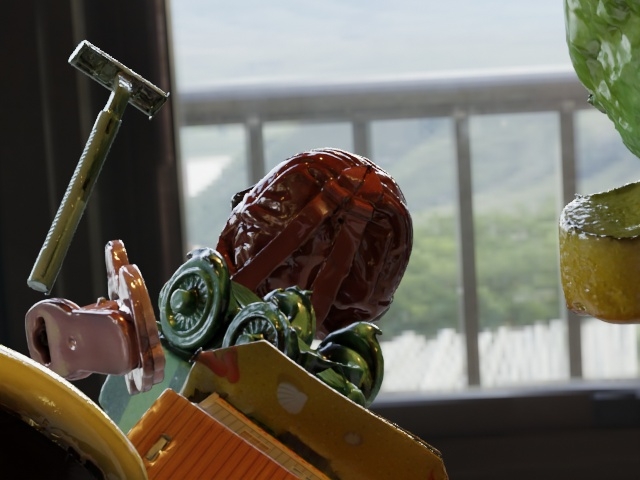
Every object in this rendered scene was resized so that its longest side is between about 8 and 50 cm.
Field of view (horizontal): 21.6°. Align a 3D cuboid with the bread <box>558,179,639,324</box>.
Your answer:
[{"bbox_3d":[0.290,-0.001,1.221,0.245,0.094,0.102,-15,21,-18],"label":"bread"}]

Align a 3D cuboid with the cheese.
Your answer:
[{"bbox_3d":[-0.083,0.096,0.613,0.162,0.086,0.036,27,28,-6],"label":"cheese"}]

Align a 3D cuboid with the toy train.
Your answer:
[{"bbox_3d":[-0.077,0.152,1.668,0.167,0.238,0.299,21,7,-40],"label":"toy train"}]

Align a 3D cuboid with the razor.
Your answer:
[{"bbox_3d":[-0.179,-0.052,1.285,0.084,0.211,0.036,32,-36,-24],"label":"razor"}]

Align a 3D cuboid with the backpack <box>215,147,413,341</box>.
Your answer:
[{"bbox_3d":[0.001,-0.001,1.895,0.229,0.229,0.139,-2,16,11],"label":"backpack"}]

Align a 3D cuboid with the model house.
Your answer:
[{"bbox_3d":[-0.031,0.183,0.818,0.219,0.207,0.136,36,14,8],"label":"model house"}]

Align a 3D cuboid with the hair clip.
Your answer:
[{"bbox_3d":[-0.145,0.065,1.277,0.138,0.123,0.102,-6,11,45],"label":"hair clip"}]

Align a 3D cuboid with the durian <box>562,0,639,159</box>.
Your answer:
[{"bbox_3d":[0.273,-0.170,1.157,0.204,0.339,0.256,-18,47,-1],"label":"durian"}]
